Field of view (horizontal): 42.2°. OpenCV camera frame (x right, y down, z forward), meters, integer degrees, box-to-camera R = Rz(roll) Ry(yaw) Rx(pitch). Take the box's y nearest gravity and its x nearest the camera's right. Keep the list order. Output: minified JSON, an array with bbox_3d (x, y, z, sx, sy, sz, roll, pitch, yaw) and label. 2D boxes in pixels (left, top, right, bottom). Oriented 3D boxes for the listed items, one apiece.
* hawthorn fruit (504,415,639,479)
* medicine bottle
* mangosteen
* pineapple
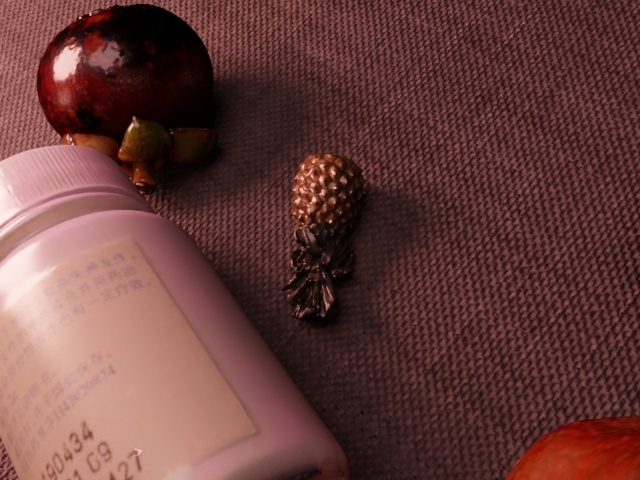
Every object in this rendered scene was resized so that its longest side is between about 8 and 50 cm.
[{"bbox_3d":[0.210,0.256,0.498,0.254,0.254,0.300,17,95,23],"label":"hawthorn fruit"},{"bbox_3d":[-0.157,0.106,0.674,0.213,0.213,0.378,-36,59,-5],"label":"medicine bottle"},{"bbox_3d":[-0.195,-0.144,0.860,0.200,0.200,0.200,-7,61,12],"label":"mangosteen"},{"bbox_3d":[0.000,0.000,0.777,0.074,0.074,0.159,2,71,17],"label":"pineapple"}]
